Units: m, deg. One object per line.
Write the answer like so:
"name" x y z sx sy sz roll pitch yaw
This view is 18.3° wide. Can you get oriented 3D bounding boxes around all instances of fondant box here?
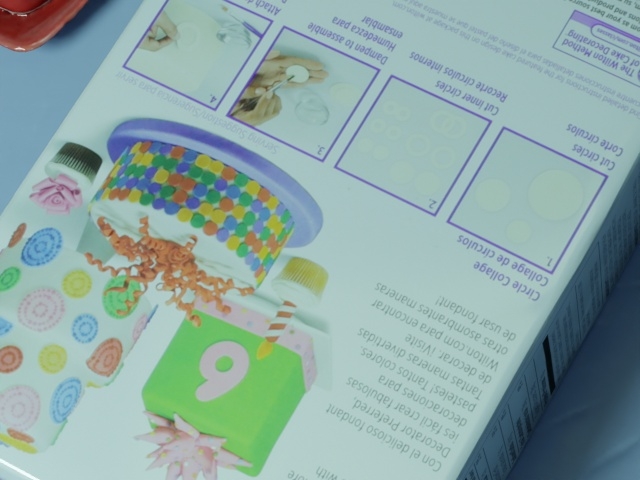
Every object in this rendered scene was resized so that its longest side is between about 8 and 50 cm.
"fondant box" 0.000 0.000 0.895 0.238 0.096 0.330 26 73 18

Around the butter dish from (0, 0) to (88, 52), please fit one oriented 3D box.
"butter dish" -0.161 -0.203 0.993 0.160 0.118 0.160 36 78 20
